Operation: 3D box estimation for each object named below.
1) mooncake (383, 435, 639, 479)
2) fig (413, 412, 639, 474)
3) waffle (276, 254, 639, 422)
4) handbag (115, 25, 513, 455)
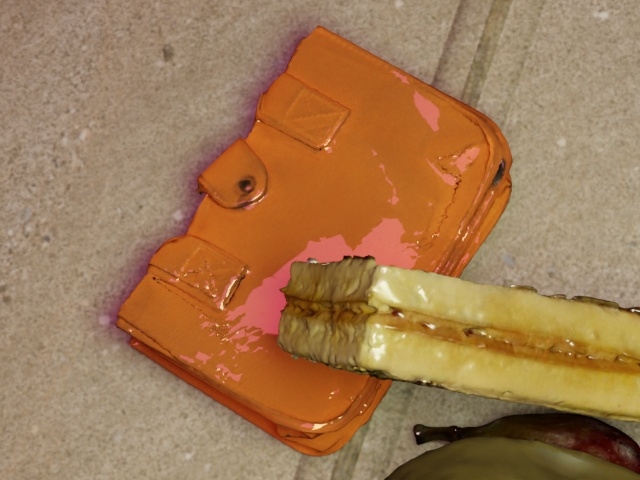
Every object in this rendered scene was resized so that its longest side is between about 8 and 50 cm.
[{"bbox_3d":[0.175,0.427,1.696,0.467,0.262,0.467,2,104,10],"label":"mooncake"},{"bbox_3d":[0.214,0.240,1.892,0.274,0.170,0.145,24,39,32],"label":"fig"},{"bbox_3d":[0.165,0.097,1.804,0.376,0.261,0.114,11,88,-21],"label":"waffle"},{"bbox_3d":[0.000,0.000,2.002,0.303,0.116,0.410,31,79,15],"label":"handbag"}]
